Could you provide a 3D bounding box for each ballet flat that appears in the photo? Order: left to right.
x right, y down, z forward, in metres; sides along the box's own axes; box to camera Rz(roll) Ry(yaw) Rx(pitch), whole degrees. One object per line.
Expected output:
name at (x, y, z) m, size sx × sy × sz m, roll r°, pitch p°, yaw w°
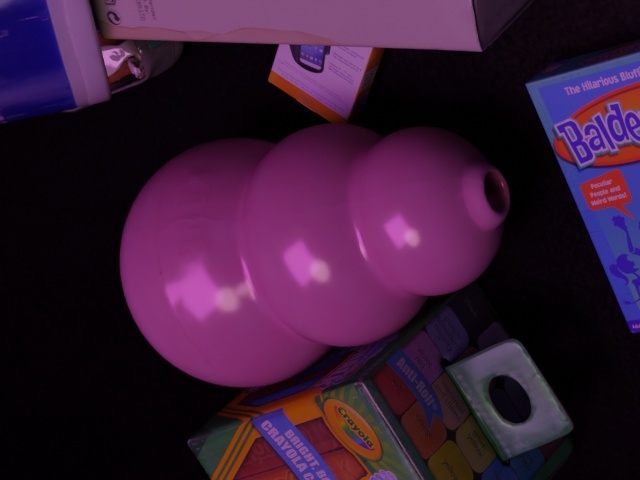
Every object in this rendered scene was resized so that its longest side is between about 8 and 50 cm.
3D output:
ballet flat at (-0.207, -0.154, 1.540) m, size 0.213 × 0.068 × 0.072 m, roll -17°, pitch 105°, yaw 44°

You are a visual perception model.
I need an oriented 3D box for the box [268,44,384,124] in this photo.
box at (0.012, -0.163, 1.386) m, size 0.081 × 0.028 × 0.136 m, roll 35°, pitch 131°, yaw 17°

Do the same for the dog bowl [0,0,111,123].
dog bowl at (-0.242, -0.225, 1.343) m, size 0.265 × 0.104 × 0.264 m, roll 166°, pitch 90°, yaw -85°

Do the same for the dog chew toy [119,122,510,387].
dog chew toy at (0.000, 0.000, 1.384) m, size 0.332 × 0.206 × 0.206 m, roll -16°, pitch 106°, yaw 36°

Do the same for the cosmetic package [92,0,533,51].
cosmetic package at (-0.003, -0.217, 1.243) m, size 0.309 × 0.160 × 0.113 m, roll 7°, pitch 122°, yaw 29°

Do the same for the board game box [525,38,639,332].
board game box at (0.258, -0.043, 1.245) m, size 0.160 × 0.047 × 0.210 m, roll -13°, pitch 107°, yaw 43°

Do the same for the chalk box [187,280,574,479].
chalk box at (0.071, 0.162, 1.435) m, size 0.289 × 0.179 × 0.180 m, roll -25°, pitch 100°, yaw 45°
